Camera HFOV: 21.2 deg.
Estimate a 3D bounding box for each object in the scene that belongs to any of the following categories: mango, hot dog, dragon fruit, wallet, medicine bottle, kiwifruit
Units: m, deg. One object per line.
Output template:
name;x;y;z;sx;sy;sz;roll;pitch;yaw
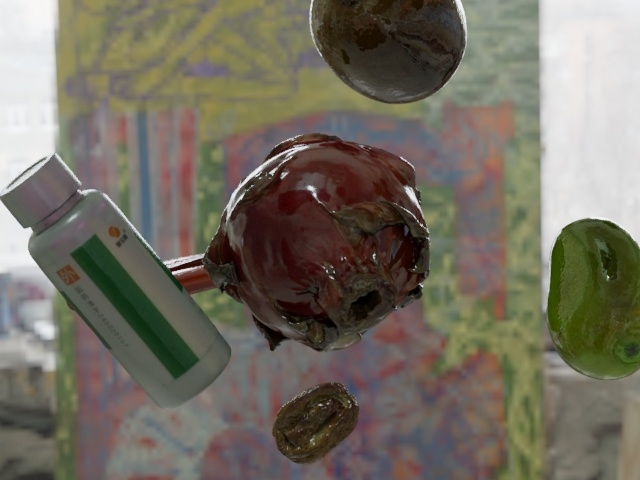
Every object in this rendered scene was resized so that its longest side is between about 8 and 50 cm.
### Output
mango;0.264;0.052;1.606;0.089;0.163;0.117;5;-22;-27
hot dog;-0.005;0.163;1.510;0.083;0.058;0.035;-40;-16;10
dragon fruit;0.000;0.002;1.852;0.250;0.250;0.315;0;35;8
wallet;-0.219;0.056;2.264;0.204;0.045;0.142;-13;9;-38
medicine bottle;-0.193;0.037;1.597;0.095;0.260;0.095;-33;18;12
kiwifruit;0.086;-0.284;2.229;0.196;0.196;0.234;3;-10;30
